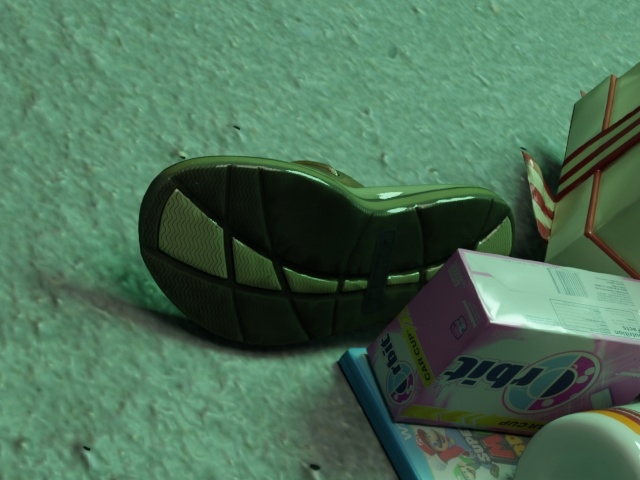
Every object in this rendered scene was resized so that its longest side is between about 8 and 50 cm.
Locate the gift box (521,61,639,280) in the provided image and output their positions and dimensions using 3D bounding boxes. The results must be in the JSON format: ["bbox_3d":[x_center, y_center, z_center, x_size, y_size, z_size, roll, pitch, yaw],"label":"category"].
[{"bbox_3d":[0.310,-0.044,1.417,0.276,0.258,0.255,42,34,-11],"label":"gift box"}]

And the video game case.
[{"bbox_3d":[0.100,0.120,1.257,0.166,0.015,0.119,0,52,-43],"label":"video game case"}]

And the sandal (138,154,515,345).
[{"bbox_3d":[0.001,0.001,1.235,0.303,0.120,0.086,5,20,-42],"label":"sandal"}]

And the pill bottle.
[{"bbox_3d":[0.239,0.164,1.246,0.221,0.121,0.121,-2,53,-44],"label":"pill bottle"}]

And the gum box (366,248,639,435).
[{"bbox_3d":[0.140,0.073,1.239,0.188,0.107,0.062,10,45,-36],"label":"gum box"}]
